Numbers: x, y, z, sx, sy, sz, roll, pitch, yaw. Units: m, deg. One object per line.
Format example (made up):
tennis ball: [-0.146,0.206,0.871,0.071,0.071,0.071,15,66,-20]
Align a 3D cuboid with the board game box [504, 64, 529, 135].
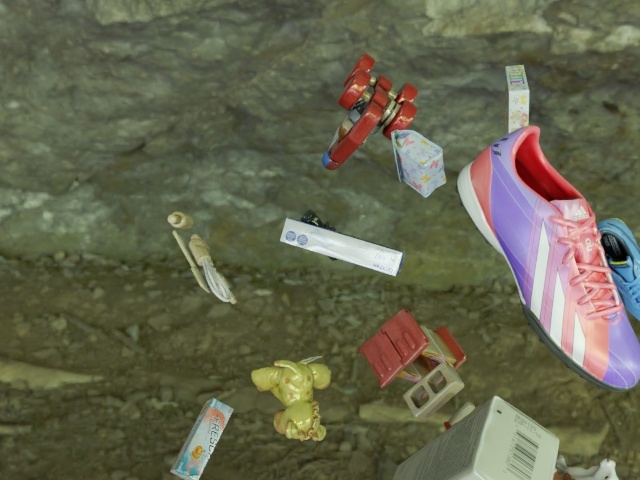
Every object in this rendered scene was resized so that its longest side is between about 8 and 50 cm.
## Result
board game box: [0.278,-0.158,0.923,0.026,0.154,0.103,-1,32,13]

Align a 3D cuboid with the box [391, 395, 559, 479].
box: [0.219,0.391,1.022,0.121,0.311,0.148,34,46,1]

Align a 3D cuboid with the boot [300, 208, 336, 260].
boot: [0.000,0.000,1.259,0.045,0.099,0.121,-41,-11,-23]

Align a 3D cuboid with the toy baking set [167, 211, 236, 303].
toy baking set: [-0.210,0.028,1.176,0.030,0.196,0.256,-35,-5,-1]

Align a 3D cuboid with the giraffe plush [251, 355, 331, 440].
giraffe plush: [-0.050,0.366,1.460,0.181,0.170,0.210,4,-23,-24]

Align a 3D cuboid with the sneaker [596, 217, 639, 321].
sneaker: [0.499,0.062,1.043,0.069,0.209,0.082,-30,-2,32]

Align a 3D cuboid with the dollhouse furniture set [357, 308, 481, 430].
dollhouse furniture set: [0.266,0.344,1.422,0.201,0.152,0.374,27,23,-45]

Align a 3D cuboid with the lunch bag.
lunch bag: [0.134,-0.113,0.929,0.053,0.071,0.083,-36,53,-12]

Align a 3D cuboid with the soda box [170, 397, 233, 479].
soda box: [-0.272,0.459,1.497,0.058,0.183,0.063,33,-32,-12]

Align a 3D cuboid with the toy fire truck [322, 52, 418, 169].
toy fire truck: [0.099,-0.294,1.603,0.169,0.254,0.302,32,32,-10]

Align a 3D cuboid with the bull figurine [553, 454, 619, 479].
bull figurine: [0.582,0.601,1.500,0.101,0.310,0.188,-2,26,-17]

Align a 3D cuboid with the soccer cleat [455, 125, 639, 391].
soccer cleat: [0.276,0.018,0.737,0.109,0.318,0.116,-15,-22,-36]

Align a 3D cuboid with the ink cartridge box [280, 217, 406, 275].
ink cartridge box: [0.042,0.011,1.135,0.207,0.046,0.097,17,3,11]
